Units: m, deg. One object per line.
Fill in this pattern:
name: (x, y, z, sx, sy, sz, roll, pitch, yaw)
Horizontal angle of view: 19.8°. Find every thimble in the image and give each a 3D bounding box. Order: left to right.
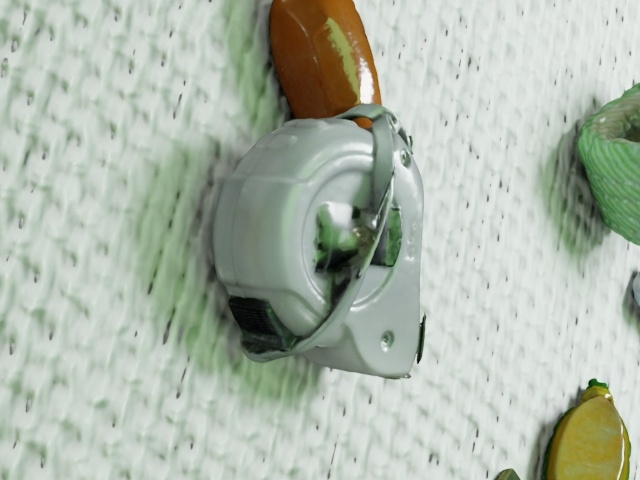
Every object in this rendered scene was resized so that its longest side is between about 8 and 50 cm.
thimble: (0.402, -0.087, 2.026, 0.219, 0.219, 0.150, -48, 122, -47)

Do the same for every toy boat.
toy boat: (0.277, 0.234, 1.905, 0.088, 0.089, 0.230, 94, 11, -58)

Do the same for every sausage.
sausage: (0.005, -0.154, 1.617, 0.089, 0.089, 0.179, -21, 94, -54)

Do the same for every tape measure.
tape measure: (0.000, 0.000, 1.536, 0.197, 0.120, 0.236, 1, 94, -43)

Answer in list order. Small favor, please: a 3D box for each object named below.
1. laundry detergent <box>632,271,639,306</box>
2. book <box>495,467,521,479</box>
laundry detergent: (0.471, 0.160, 2.171, 0.335, 0.087, 0.159, 57, 37, -27)
book: (0.167, 0.347, 1.764, 0.228, 0.024, 0.160, -44, 115, -48)
